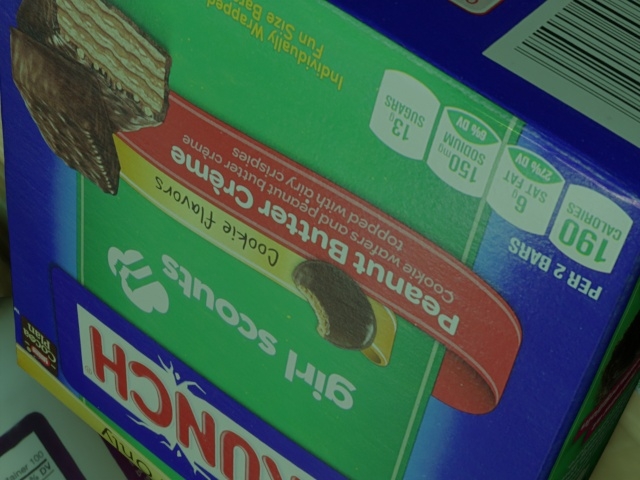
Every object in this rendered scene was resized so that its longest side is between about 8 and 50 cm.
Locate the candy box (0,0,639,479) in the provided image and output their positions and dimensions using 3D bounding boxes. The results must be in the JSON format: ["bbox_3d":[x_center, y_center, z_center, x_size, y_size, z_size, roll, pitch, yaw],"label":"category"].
[{"bbox_3d":[0.000,0.000,0.544,0.268,0.122,0.317,34,142,21],"label":"candy box"}]

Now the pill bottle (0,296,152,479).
[{"bbox_3d":[-0.192,0.143,0.825,0.169,0.169,0.302,-9,117,47],"label":"pill bottle"}]

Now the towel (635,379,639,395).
[{"bbox_3d":[0.173,0.025,0.492,0.113,0.023,0.152,24,138,25],"label":"towel"}]
